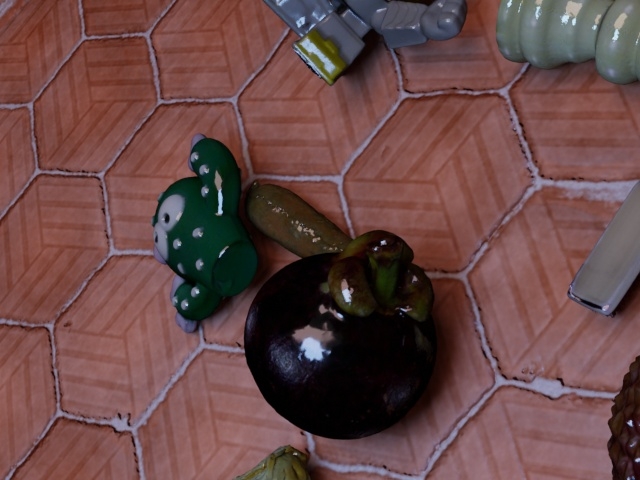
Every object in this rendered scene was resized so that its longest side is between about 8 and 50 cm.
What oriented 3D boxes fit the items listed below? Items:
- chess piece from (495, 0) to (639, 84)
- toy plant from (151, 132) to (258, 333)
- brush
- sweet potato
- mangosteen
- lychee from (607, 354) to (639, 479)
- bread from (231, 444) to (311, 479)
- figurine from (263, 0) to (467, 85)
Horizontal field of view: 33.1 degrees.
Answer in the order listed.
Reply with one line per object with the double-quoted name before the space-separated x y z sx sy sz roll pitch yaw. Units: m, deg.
"chess piece" 0.351 -0.245 1.277 0.251 0.144 0.144 27 84 32
"toy plant" -0.166 -0.011 1.472 0.232 0.112 0.243 -52 46 39
"brush" 0.389 -0.049 1.221 0.060 0.050 0.321 26 76 39
"sweet potato" 0.000 0.000 1.411 0.273 0.075 0.075 31 86 34
"mangosteen" 0.034 0.099 1.235 0.228 0.228 0.265 56 132 35
"lychee" 0.390 0.198 0.970 0.264 0.264 0.300 7 82 33
"bread" -0.105 0.335 1.298 0.232 0.128 0.088 -35 93 15
"figurine" 0.072 -0.372 1.470 0.285 0.167 0.342 -41 75 18
